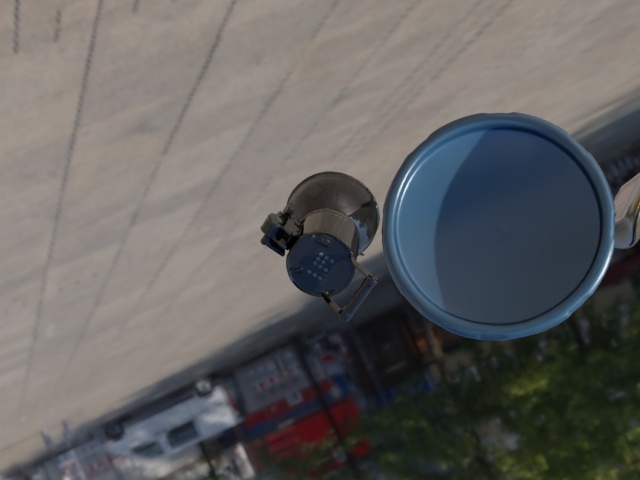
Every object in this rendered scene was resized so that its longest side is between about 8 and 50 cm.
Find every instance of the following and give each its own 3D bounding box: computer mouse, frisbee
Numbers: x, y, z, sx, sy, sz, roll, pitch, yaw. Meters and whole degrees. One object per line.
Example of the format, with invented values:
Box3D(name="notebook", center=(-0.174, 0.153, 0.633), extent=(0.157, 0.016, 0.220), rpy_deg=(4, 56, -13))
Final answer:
Box3D(name="computer mouse", center=(0.414, -0.043, 1.584), extent=(0.199, 0.044, 0.102), rpy_deg=(78, 37, -83))
Box3D(name="frisbee", center=(0.219, -0.017, 1.501), extent=(0.289, 0.290, 0.049), rpy_deg=(-26, 163, 4))

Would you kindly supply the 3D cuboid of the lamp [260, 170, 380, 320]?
Box3D(name="lamp", center=(0.000, 0.000, 1.743), extent=(0.147, 0.172, 0.227), rpy_deg=(-54, -173, 21))
